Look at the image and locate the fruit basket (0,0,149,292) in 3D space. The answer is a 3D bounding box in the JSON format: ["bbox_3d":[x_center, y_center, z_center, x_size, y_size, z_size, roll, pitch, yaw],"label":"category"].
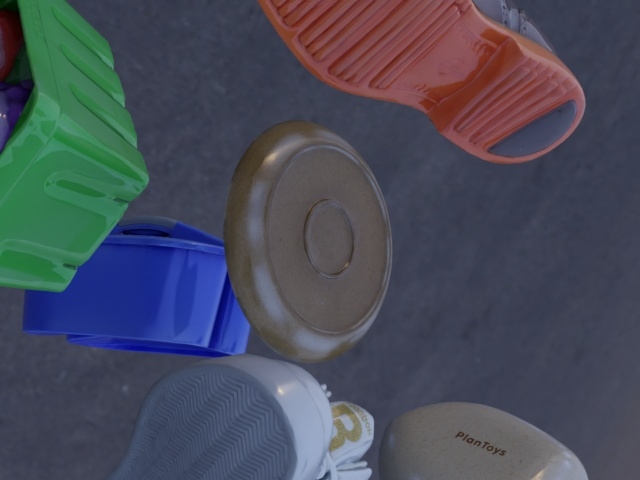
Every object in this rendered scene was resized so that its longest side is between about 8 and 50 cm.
[{"bbox_3d":[-0.397,-0.139,1.384,0.283,0.392,0.392,-49,158,20],"label":"fruit basket"}]

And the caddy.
[{"bbox_3d":[-0.240,0.054,1.832,0.241,0.341,0.179,29,65,-65],"label":"caddy"}]

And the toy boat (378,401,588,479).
[{"bbox_3d":[0.141,0.325,1.589,0.318,0.267,0.148,-36,132,-31],"label":"toy boat"}]

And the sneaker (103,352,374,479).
[{"bbox_3d":[-0.027,0.124,0.872,0.169,0.108,0.292,-20,166,-32],"label":"sneaker"}]

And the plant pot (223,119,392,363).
[{"bbox_3d":[0.000,0.000,1.310,0.236,0.032,0.236,6,81,-49],"label":"plant pot"}]

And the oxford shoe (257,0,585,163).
[{"bbox_3d":[0.056,-0.182,1.018,0.130,0.133,0.363,-36,138,21],"label":"oxford shoe"}]
